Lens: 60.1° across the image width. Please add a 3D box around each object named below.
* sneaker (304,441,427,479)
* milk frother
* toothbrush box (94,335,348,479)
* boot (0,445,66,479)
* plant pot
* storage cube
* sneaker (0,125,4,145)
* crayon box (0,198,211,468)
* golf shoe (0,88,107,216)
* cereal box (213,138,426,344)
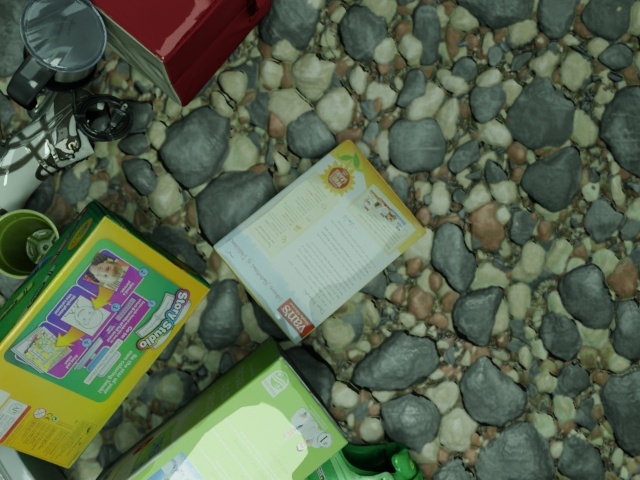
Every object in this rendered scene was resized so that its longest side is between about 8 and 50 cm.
[{"bbox_3d":[0.105,0.337,0.718,0.296,0.109,0.123,30,87,-4],"label":"sneaker"},{"bbox_3d":[-0.274,-0.192,0.641,0.143,0.135,0.129,18,87,-26],"label":"milk frother"},{"bbox_3d":[-0.128,0.253,0.645,0.283,0.206,0.122,-39,92,-8],"label":"toothbrush box"},{"bbox_3d":[-0.353,0.360,0.662,0.123,0.095,0.258,-33,92,-15],"label":"boot"},{"bbox_3d":[-0.359,0.007,0.695,0.084,0.079,0.083,1,85,-8],"label":"plant pot"},{"bbox_3d":[-0.193,-0.319,0.688,0.215,0.184,0.193,39,84,-4],"label":"storage cube"},{"bbox_3d":[-0.449,-0.164,0.691,0.064,0.086,0.192,-18,88,-8],"label":"sneaker"},{"bbox_3d":[-0.286,0.113,0.659,0.278,0.081,0.165,-53,127,-8],"label":"crayon box"},{"bbox_3d":[-0.346,-0.113,0.707,0.094,0.077,0.198,23,84,-6],"label":"golf shoe"},{"bbox_3d":[0.000,0.000,0.759,0.240,0.047,0.173,-39,91,-8],"label":"cereal box"}]
